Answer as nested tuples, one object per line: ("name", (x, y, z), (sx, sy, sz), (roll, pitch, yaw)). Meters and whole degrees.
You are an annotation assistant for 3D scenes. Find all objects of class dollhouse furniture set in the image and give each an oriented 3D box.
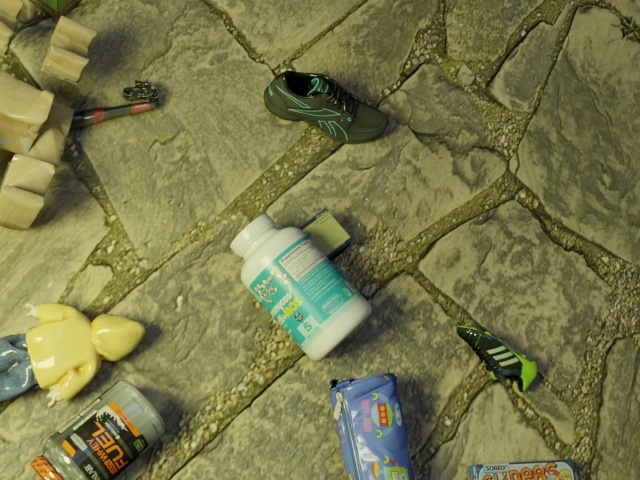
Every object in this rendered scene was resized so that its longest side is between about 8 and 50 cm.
("dollhouse furniture set", (-0.644, -0.235, 1.410), (0.394, 0.256, 0.362), (20, 63, -25))

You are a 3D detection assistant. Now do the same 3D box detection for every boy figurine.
("boy figurine", (-0.435, 0.178, 1.341), (0.285, 0.092, 0.177), (-19, 74, -23))

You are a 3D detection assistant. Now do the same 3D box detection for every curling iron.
("curling iron", (-0.437, -0.245, 1.554), (0.274, 0.035, 0.068), (-23, 54, -18))

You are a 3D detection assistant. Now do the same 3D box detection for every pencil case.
("pencil case", (0.092, 0.375, 1.389), (0.133, 0.119, 0.306), (8, 63, -39))

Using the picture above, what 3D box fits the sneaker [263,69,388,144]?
("sneaker", (0.019, -0.273, 1.655), (0.267, 0.106, 0.101), (14, 63, -12))

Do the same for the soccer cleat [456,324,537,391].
("soccer cleat", (0.334, 0.226, 1.560), (0.178, 0.060, 0.072), (32, 76, -2))

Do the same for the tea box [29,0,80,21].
("tea box", (-0.485, -0.667, 1.555), (0.220, 0.323, 0.329), (35, 62, 0))

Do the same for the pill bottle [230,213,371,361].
("pill bottle", (-0.043, 0.078, 1.464), (0.146, 0.146, 0.264), (-39, 82, -26))

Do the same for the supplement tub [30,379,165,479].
("supplement tub", (-0.352, 0.322, 1.288), (0.117, 0.117, 0.190), (46, 64, 6))

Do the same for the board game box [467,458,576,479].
("board game box", (0.374, 0.473, 1.476), (0.201, 0.035, 0.136), (1, 68, -16))

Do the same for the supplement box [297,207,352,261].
("supplement box", (0.000, 0.000, 1.559), (0.083, 0.056, 0.083), (-37, 82, -26))
